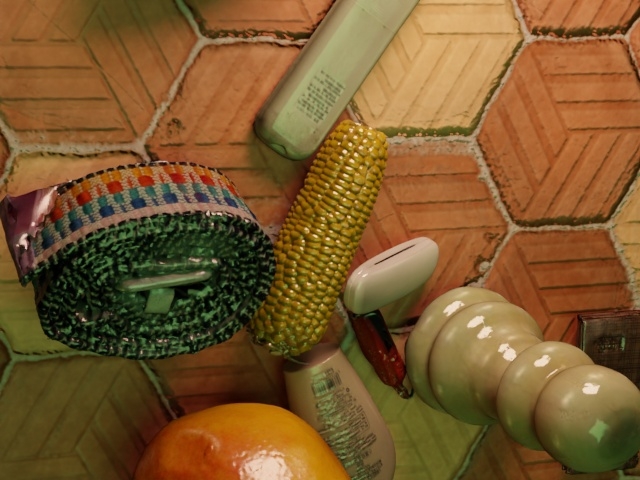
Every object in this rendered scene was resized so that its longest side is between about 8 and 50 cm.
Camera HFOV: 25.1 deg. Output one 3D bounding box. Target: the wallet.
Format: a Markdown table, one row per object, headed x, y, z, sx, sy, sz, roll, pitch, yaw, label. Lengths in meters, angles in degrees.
| x | y | z | sx | sy | sz | roll | pitch | yaw | label |
| --- | --- | --- | --- | --- | --- | --- | --- | --- | --- |
| 0.400 | 0.212 | 2.001 | 0.124 | 0.042 | 0.230 | -1 | 105 | -23 | wallet |

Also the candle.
| x | y | z | sx | sy | sz | roll | pitch | yaw | label |
| --- | --- | --- | --- | --- | --- | --- | --- | --- | --- |
| 0.083 | 0.145 | 1.875 | 0.162 | 0.053 | 0.048 | 63 | 36 | -27 | candle |

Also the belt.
| x | y | z | sx | sy | sz | roll | pitch | yaw | label |
| --- | --- | --- | --- | --- | --- | --- | --- | --- | --- |
| -0.211 | 0.021 | 1.674 | 0.295 | 0.160 | 0.207 | -12 | 125 | -15 | belt |

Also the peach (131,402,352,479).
| x | y | z | sx | sy | sz | roll | pitch | yaw | label |
| --- | --- | --- | --- | --- | --- | --- | --- | --- | --- |
| -0.087 | 0.348 | 1.712 | 0.289 | 0.308 | 0.289 | -2 | 112 | -6 | peach |

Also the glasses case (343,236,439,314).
| x | y | z | sx | sy | sz | roll | pitch | yaw | label |
| --- | --- | --- | --- | --- | --- | --- | --- | --- | --- |
| 0.091 | 0.044 | 1.817 | 0.164 | 0.041 | 0.063 | -25 | 131 | -40 | glasses case |

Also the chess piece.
| x | y | z | sx | sy | sz | roll | pitch | yaw | label |
| --- | --- | --- | --- | --- | --- | --- | --- | --- | --- |
| 0.266 | 0.182 | 1.777 | 0.182 | 0.330 | 0.182 | -9 | 108 | -28 | chess piece |

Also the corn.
| x | y | z | sx | sy | sz | roll | pitch | yaw | label |
| --- | --- | --- | --- | --- | --- | --- | --- | --- | --- |
| 0.000 | 0.000 | 1.769 | 0.106 | 0.106 | 0.305 | 22 | 95 | -23 | corn |

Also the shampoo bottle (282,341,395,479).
| x | y | z | sx | sy | sz | roll | pitch | yaw | label |
| --- | --- | --- | --- | --- | --- | --- | --- | --- | --- |
| 0.030 | 0.260 | 1.860 | 0.127 | 0.078 | 0.257 | -27 | 109 | -20 | shampoo bottle |

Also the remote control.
| x | y | z | sx | sy | sz | roll | pitch | yaw | label |
| --- | --- | --- | --- | --- | --- | --- | --- | --- | --- |
| 0.032 | -0.236 | 1.754 | 0.090 | 0.038 | 0.309 | 34 | 90 | -23 | remote control |
